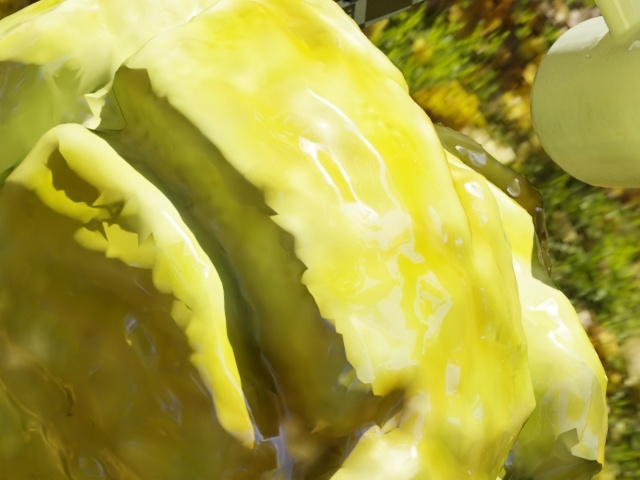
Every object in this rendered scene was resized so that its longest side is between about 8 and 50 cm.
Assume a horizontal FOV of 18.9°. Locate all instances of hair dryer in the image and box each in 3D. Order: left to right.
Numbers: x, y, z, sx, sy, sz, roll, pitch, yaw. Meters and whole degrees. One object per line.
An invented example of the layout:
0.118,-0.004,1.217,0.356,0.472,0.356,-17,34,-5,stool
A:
0.092,-0.125,0.700,0.073,0.131,0.236,-32,101,-15,hair dryer

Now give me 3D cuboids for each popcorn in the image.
-0.028,0.051,0.619,0.225,0.276,0.276,32,73,20,popcorn

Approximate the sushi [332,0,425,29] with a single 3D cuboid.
0.049,-0.258,1.511,0.192,0.215,0.050,-24,64,-9,sushi
